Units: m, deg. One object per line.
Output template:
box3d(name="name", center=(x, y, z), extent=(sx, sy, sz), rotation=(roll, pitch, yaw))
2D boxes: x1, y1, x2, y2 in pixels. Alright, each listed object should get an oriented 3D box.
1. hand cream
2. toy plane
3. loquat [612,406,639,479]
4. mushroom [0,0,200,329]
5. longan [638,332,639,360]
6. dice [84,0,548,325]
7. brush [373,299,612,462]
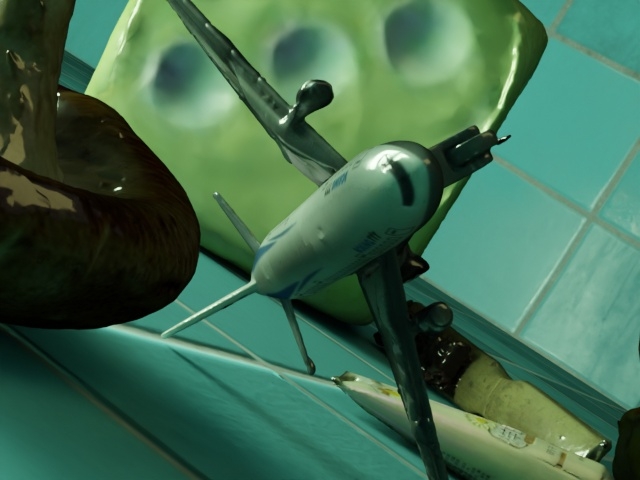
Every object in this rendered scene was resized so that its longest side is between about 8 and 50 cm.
box3d(name="hand cream", center=(0.073, 0.095, 0.720), extent=(0.143, 0.039, 0.061), rotation=(28, 4, 10))
box3d(name="toy plane", center=(0.002, -0.001, 0.502), extent=(0.226, 0.058, 0.226), rotation=(62, -26, 2))
box3d(name="loquat", center=(0.272, 0.154, 1.100), extent=(0.137, 0.113, 0.137), rotation=(10, -4, 1))
box3d(name="mushroom", center=(-0.083, -0.099, 0.481), extent=(0.148, 0.217, 0.227), rotation=(28, 4, -46))
box3d(name="longan", center=(0.226, 0.050, 0.406), extent=(0.297, 0.297, 0.297), rotation=(32, 3, -2))
box3d(name="dice", center=(-0.006, -0.101, 1.082), extent=(0.252, 0.249, 0.254), rotation=(31, 3, 1))
box3d(name="brush", center=(0.098, 0.092, 0.985), extent=(0.036, 0.043, 0.248), rotation=(22, 8, -29))
